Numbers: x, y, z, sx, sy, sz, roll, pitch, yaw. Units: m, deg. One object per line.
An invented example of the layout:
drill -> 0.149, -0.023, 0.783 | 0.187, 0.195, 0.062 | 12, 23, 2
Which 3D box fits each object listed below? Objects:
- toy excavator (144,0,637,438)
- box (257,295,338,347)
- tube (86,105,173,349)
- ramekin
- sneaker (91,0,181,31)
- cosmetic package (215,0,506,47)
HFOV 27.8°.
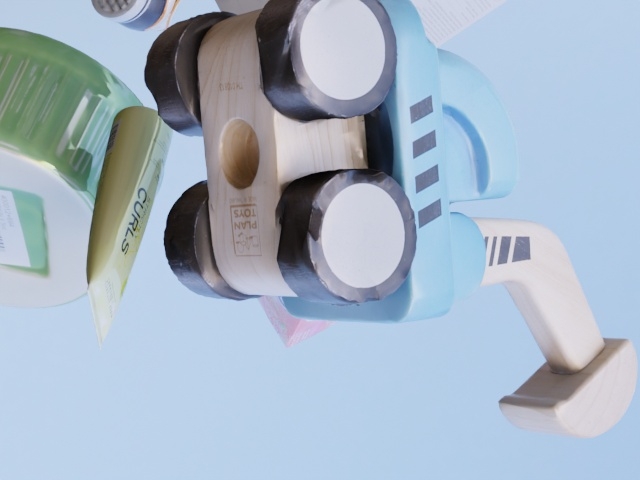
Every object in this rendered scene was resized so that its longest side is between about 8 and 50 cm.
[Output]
toy excavator -> 0.105, -0.013, 1.149 | 0.445, 0.433, 0.222 | -7, -177, -36
box -> 0.000, 0.000, 1.486 | 0.142, 0.154, 0.300 | -29, 170, -16
tube -> -0.186, -0.020, 1.205 | 0.062, 0.070, 0.240 | -25, -139, 33
ramekin -> -0.332, -0.064, 1.382 | 0.303, 0.303, 0.148 | -25, -145, 35
sneaker -> -0.225, -0.448, 1.805 | 0.126, 0.127, 0.321 | 17, -90, 28
cosmetic package -> 0.062, -0.357, 1.896 | 0.385, 0.156, 0.217 | -34, -118, 12
